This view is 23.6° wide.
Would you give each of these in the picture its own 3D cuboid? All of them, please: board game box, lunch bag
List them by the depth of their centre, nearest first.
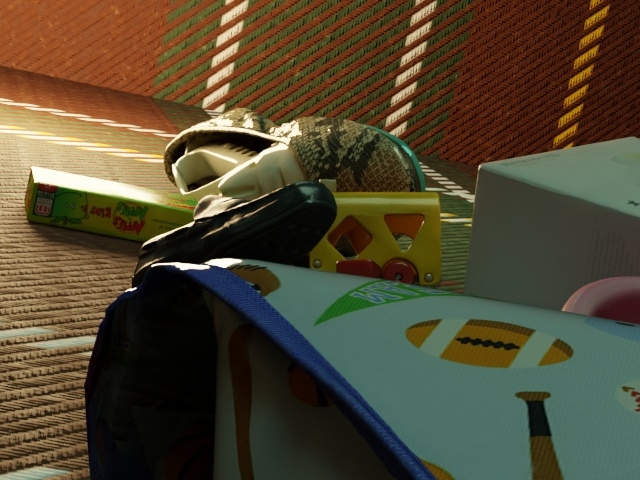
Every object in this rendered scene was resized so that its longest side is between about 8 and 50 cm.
[{"bbox_3d":[0.107,0.135,0.562,0.328,0.239,0.385,7,19,-26],"label":"lunch bag"},{"bbox_3d":[-0.218,-0.033,1.618,0.181,0.043,0.092,10,11,-15],"label":"board game box"}]

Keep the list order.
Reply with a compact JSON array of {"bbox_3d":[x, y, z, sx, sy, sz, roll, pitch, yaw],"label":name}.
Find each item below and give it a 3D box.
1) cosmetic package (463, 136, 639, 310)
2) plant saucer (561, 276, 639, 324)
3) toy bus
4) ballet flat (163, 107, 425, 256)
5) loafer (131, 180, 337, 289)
[{"bbox_3d":[0.279,0.009,1.289,0.224,0.138,0.224,-12,23,-42],"label":"cosmetic package"},{"bbox_3d":[0.294,0.146,0.998,0.332,0.084,0.332,18,25,-9],"label":"plant saucer"},{"bbox_3d":[0.012,0.001,1.340,0.191,0.104,0.202,-9,-14,42],"label":"toy bus"},{"bbox_3d":[-0.064,-0.062,1.768,0.182,0.164,0.483,-15,15,-23],"label":"ballet flat"},{"bbox_3d":[-0.077,-0.004,1.232,0.076,0.078,0.223,13,-30,-42],"label":"loafer"}]
